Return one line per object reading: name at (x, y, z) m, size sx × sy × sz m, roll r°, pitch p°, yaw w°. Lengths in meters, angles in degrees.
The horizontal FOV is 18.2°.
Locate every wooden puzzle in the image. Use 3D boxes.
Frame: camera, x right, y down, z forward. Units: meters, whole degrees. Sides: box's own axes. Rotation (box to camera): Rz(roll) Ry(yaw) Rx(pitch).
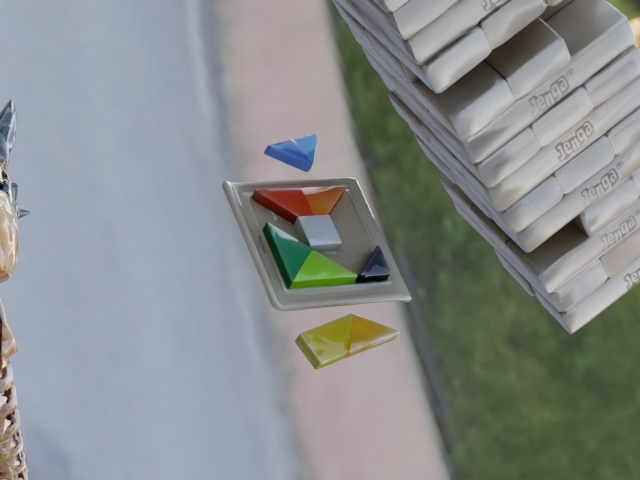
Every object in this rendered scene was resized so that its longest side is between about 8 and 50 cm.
wooden puzzle at (0.000, 0.000, 0.844) m, size 0.079 × 0.014 × 0.116 m, roll -8°, pitch 56°, yaw -37°

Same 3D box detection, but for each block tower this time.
block tower at (0.065, -0.097, 0.834) m, size 0.091 × 0.097 × 0.335 m, roll 48°, pitch -6°, yaw 42°

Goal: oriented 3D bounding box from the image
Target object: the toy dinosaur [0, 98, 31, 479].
toy dinosaur at (-0.240, -0.010, 1.143) m, size 0.218 × 0.164 × 0.322 m, roll -157°, pitch -111°, yaw -70°
